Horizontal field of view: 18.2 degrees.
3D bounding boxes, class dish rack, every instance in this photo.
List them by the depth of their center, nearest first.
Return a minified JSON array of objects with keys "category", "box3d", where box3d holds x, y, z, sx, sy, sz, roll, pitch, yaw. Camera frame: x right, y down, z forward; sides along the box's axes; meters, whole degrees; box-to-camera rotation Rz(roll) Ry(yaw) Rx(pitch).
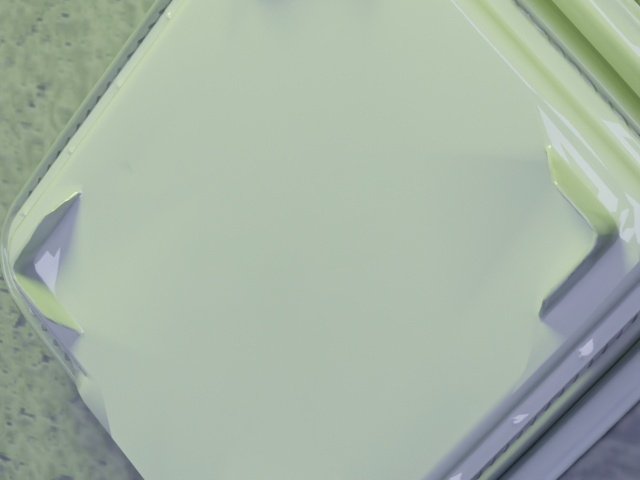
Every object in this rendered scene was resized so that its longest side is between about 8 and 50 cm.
[{"category":"dish rack","box3d":[0.000,0.000,0.860,0.285,0.072,0.333,49,123,15]}]
